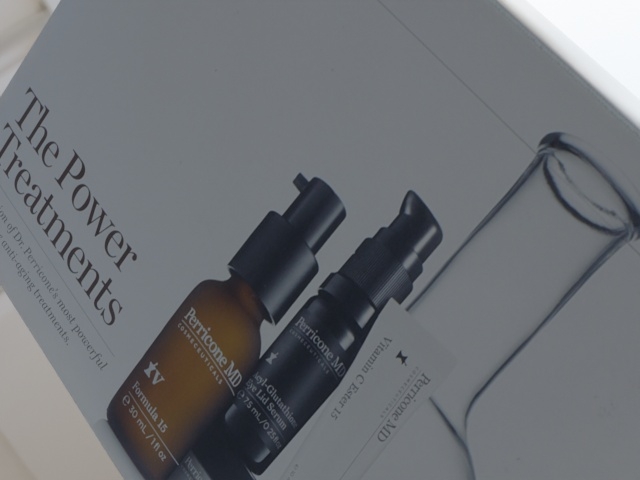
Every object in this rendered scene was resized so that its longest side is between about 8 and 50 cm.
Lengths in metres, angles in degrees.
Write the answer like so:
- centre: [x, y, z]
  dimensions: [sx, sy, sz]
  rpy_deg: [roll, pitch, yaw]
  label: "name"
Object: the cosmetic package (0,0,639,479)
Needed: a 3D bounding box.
- centre: [0.000, 0.000, 0.507]
  dimensions: [0.284, 0.097, 0.377]
  rpy_deg: [-51, -118, 19]
  label: "cosmetic package"
